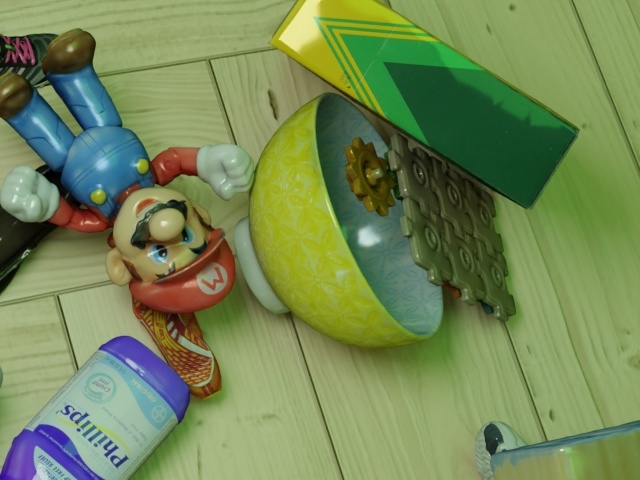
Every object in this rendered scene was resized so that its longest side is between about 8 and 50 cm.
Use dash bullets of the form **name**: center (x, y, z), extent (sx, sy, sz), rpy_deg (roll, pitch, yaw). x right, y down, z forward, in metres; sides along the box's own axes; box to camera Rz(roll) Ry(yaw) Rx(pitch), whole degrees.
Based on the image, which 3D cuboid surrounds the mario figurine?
- **mario figurine**: center (-0.199, -0.066, 1.736), extent (0.320, 0.198, 0.170), rpy_deg (51, 23, 1)

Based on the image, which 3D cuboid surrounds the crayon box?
- **crayon box**: center (0.108, -0.167, 1.849), extent (0.313, 0.363, 0.106), rpy_deg (32, 95, -1)

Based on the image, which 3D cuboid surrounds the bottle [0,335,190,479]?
- **bottle**: center (-0.257, 0.227, 1.714), extent (0.118, 0.092, 0.283), rpy_deg (41, 62, 2)

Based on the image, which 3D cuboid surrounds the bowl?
- **bowl**: center (0.000, 0.000, 1.835), extent (0.156, 0.289, 0.290), rpy_deg (-23, 71, 20)

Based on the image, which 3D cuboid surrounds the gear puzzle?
- **gear puzzle**: center (0.113, -0.018, 1.853), extent (0.339, 0.044, 0.176), rpy_deg (28, 47, -53)

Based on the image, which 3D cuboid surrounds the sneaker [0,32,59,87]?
- **sneaker**: center (-0.357, -0.206, 1.879), extent (0.170, 0.075, 0.063), rpy_deg (-10, 71, -21)

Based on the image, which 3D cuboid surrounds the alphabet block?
- **alphabet block**: center (0.308, 0.290, 1.713), extent (0.193, 0.192, 0.197), rpy_deg (-10, 84, -16)

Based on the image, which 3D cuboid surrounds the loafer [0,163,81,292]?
- **loafer**: center (-0.337, -0.016, 1.802), extent (0.080, 0.078, 0.220), rpy_deg (38, 62, 2)

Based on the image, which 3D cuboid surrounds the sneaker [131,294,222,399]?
- **sneaker**: center (-0.159, 0.099, 1.824), extent (0.064, 0.067, 0.175), rpy_deg (-22, 59, -4)

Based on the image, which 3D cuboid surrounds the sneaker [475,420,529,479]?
- **sneaker**: center (0.286, 0.270, 1.860), extent (0.153, 0.094, 0.235), rpy_deg (-36, 81, -28)

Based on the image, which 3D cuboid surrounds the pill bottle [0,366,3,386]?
- **pill bottle**: center (-0.440, 0.214, 1.626), extent (0.161, 0.161, 0.283), rpy_deg (27, 63, -4)
